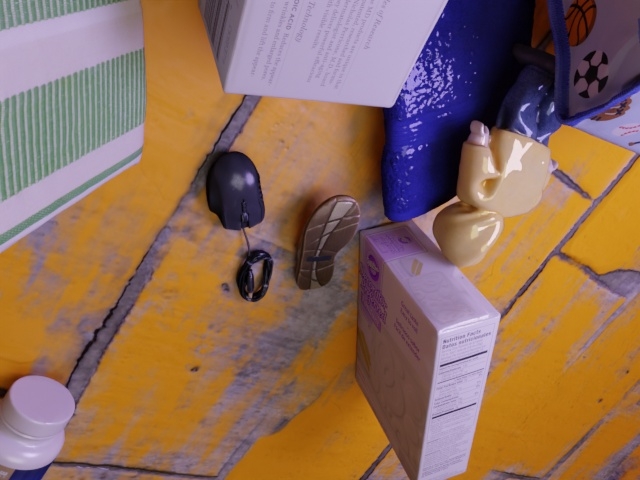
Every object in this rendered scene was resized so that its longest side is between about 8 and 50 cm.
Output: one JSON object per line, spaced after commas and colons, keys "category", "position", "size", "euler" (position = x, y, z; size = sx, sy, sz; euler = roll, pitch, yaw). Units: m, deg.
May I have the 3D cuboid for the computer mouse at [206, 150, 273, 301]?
{"category": "computer mouse", "position": [-0.099, -0.006, 0.756], "size": [0.071, 0.041, 0.242], "euler": [-19, 129, -15]}

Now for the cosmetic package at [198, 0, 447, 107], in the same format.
{"category": "cosmetic package", "position": [-0.004, -0.237, 0.547], "size": [0.184, 0.151, 0.151], "euler": [-2, 142, -25]}

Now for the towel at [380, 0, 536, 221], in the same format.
{"category": "towel", "position": [0.168, -0.193, 0.745], "size": [0.228, 0.076, 0.308], "euler": [-22, 129, -20]}

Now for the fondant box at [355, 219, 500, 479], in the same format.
{"category": "fondant box", "position": [0.141, 0.170, 0.866], "size": [0.096, 0.238, 0.330], "euler": [-12, 126, -17]}

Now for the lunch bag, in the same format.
{"category": "lunch bag", "position": [0.430, -0.299, 0.636], "size": [0.328, 0.385, 0.239], "euler": [13, 160, -33]}

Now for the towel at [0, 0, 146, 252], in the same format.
{"category": "towel", "position": [-0.228, -0.179, 0.477], "size": [0.038, 0.248, 0.325], "euler": [14, 123, 14]}

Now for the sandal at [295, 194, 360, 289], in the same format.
{"category": "sandal", "position": [0.000, 0.000, 0.810], "size": [0.072, 0.049, 0.180], "euler": [0, 136, -20]}

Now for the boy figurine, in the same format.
{"category": "boy figurine", "position": [0.242, -0.096, 0.743], "size": [0.177, 0.092, 0.285], "euler": [6, 117, -36]}

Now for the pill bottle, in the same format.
{"category": "pill bottle", "position": [-0.407, 0.273, 0.752], "size": [0.112, 0.112, 0.186], "euler": [25, 108, -36]}
